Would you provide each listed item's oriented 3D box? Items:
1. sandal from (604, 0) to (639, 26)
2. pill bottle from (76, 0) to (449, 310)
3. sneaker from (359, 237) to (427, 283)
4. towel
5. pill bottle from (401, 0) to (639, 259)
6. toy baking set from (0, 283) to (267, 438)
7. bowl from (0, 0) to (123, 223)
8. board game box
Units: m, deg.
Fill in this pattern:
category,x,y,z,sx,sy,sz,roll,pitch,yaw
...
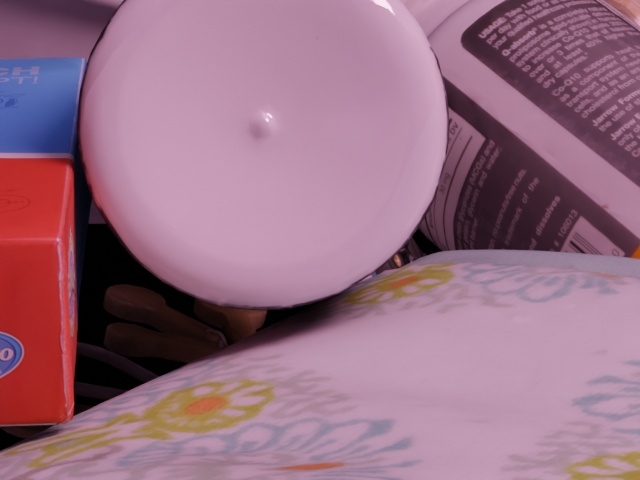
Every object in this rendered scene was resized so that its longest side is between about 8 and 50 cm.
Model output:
category,x,y,z,sx,sy,sz,roll,pitch,yaw
sandal,0.244,-0.058,1.091,0.079,0.240,0.088,-38,22,-15
pill bottle,-0.026,-0.039,0.760,0.130,0.130,0.246,15,-1,-3
sneaker,0.000,0.000,0.965,0.086,0.085,0.237,-31,17,-2
towel,0.070,0.079,0.561,0.374,0.090,0.320,1,12,40
pill bottle,0.132,-0.040,0.995,0.162,0.162,0.278,-3,37,-43
toy baking set,-0.029,0.073,0.821,0.197,0.030,0.256,16,16,13
bowl,-0.148,-0.095,0.993,0.298,0.134,0.298,16,13,-4
board game box,-0.244,-0.005,0.679,0.316,0.064,0.242,-2,19,-5
